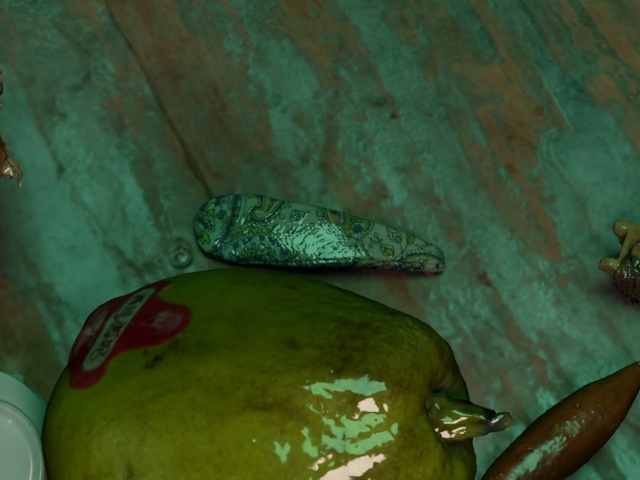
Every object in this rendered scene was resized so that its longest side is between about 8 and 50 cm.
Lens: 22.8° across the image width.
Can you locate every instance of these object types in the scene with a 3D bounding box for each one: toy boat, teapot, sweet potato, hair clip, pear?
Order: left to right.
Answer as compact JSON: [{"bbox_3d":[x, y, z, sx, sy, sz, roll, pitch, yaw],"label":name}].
[{"bbox_3d":[-0.302,0.171,1.226,0.232,0.159,0.159,-30,66,-33],"label":"teapot"},{"bbox_3d":[-0.031,0.154,1.149,0.375,0.287,0.287,-14,53,32],"label":"pear"},{"bbox_3d":[0.000,-0.001,1.408,0.229,0.036,0.066,8,66,-1],"label":"hair clip"},{"bbox_3d":[0.179,0.183,1.309,0.265,0.057,0.057,-38,70,-20],"label":"sweet potato"},{"bbox_3d":[0.359,0.040,1.391,0.226,0.088,0.068,20,59,7],"label":"toy boat"}]

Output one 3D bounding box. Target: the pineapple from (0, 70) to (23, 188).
[{"bbox_3d":[-0.406,0.017,1.295,0.344,0.209,0.286,-12,75,-17],"label":"pineapple"}]
